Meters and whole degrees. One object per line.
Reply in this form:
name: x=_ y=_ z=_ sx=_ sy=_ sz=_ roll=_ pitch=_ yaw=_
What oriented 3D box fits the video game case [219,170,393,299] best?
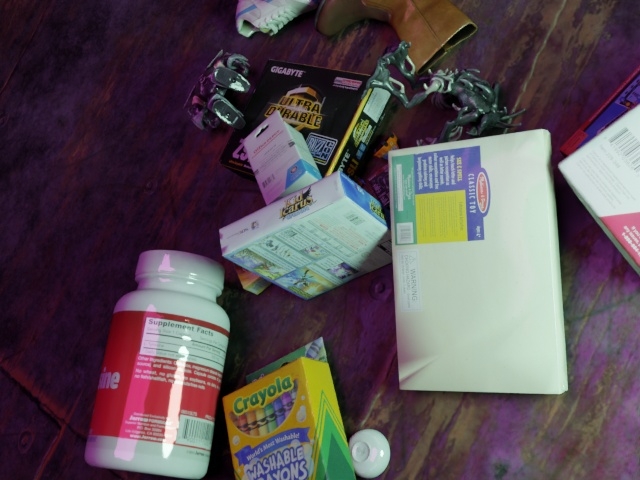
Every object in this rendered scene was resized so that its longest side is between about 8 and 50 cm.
video game case: x=0.000 y=0.000 z=1.411 sx=0.244 sy=0.269 sz=0.061 roll=-26 pitch=58 yaw=21

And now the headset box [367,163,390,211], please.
headset box: x=0.131 y=-0.105 z=1.517 sx=0.062 sy=0.032 sz=0.083 roll=-36 pitch=55 yaw=15

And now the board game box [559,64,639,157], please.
board game box: x=0.539 y=-0.209 z=1.300 sx=0.281 sy=0.027 sz=0.145 roll=-48 pitch=55 yaw=8

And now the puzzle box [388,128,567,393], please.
puzzle box: x=0.249 y=0.039 z=1.300 sx=0.272 sy=0.052 sz=0.409 roll=-4 pitch=86 yaw=32

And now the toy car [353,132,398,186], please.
toy car: x=0.108 y=-0.152 z=1.561 sx=0.040 sy=0.060 sz=0.122 roll=42 pitch=120 yaw=-6

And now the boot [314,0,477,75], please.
boot: x=0.143 y=-0.433 z=1.629 sx=0.264 sy=0.096 sz=0.280 roll=-33 pitch=64 yaw=9

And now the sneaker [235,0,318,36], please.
sneaker: x=-0.096 y=-0.512 z=1.801 sx=0.228 sy=0.087 sz=0.092 roll=2 pitch=80 yaw=41

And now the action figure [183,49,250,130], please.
action figure: x=-0.221 y=-0.324 z=1.755 sx=0.185 sy=0.099 sz=0.285 roll=-66 pitch=21 yaw=9

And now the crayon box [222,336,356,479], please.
crayon box: x=-0.061 y=0.347 z=1.413 sx=0.203 sy=0.083 sz=0.323 roll=-31 pitch=56 yaw=28

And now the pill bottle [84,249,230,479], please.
pill bottle: x=-0.298 y=0.235 z=1.534 sx=0.229 sy=0.229 sz=0.408 roll=-4 pitch=69 yaw=31

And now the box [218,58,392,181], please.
box: x=-0.037 y=-0.224 z=1.625 sx=0.322 sy=0.079 sz=0.257 roll=21 pitch=85 yaw=44

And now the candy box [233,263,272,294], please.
candy box: x=-0.088 y=0.010 z=1.600 sx=0.186 sy=0.053 sz=0.109 roll=-37 pitch=55 yaw=17

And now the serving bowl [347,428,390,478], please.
serving bowl: x=0.075 y=0.361 z=1.368 sx=0.083 sy=0.027 sz=0.083 roll=-13 pitch=64 yaw=29

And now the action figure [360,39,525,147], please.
action figure: x=0.221 y=-0.250 z=1.453 sx=0.275 sy=0.141 sz=0.164 roll=26 pitch=53 yaw=1

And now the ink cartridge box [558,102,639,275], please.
ink cartridge box: x=0.544 y=-0.106 z=1.173 sx=0.306 sy=0.131 sz=0.226 roll=-37 pitch=65 yaw=13

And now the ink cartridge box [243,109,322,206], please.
ink cartridge box: x=-0.072 y=-0.149 z=1.523 sx=0.104 sy=0.060 sz=0.180 roll=-39 pitch=50 yaw=20
